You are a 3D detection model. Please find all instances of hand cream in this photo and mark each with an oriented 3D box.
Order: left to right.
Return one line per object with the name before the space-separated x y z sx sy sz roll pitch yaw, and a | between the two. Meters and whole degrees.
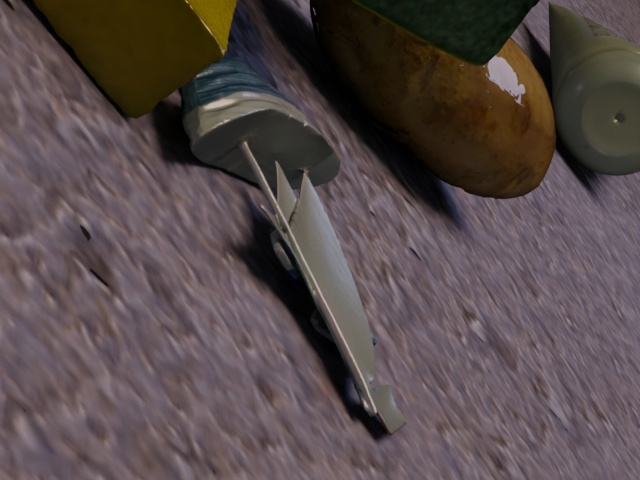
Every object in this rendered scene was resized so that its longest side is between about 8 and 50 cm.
hand cream | 0.233 -0.124 1.528 0.147 0.093 0.306 48 14 -5

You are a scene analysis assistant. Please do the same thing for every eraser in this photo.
eraser | -0.074 -0.109 0.679 0.097 0.045 0.122 50 16 -20

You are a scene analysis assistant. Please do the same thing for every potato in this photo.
potato | 0.055 -0.086 0.944 0.170 0.080 0.107 37 31 -41

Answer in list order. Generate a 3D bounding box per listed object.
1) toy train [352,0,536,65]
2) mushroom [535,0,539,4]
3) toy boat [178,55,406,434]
toy train | 0.094 -0.281 0.775 0.179 0.442 0.272 26 18 -32
mushroom | 0.153 -0.249 1.630 0.123 0.052 0.123 45 17 -18
toy boat | -0.001 -0.006 0.696 0.149 0.034 0.105 53 18 -4
